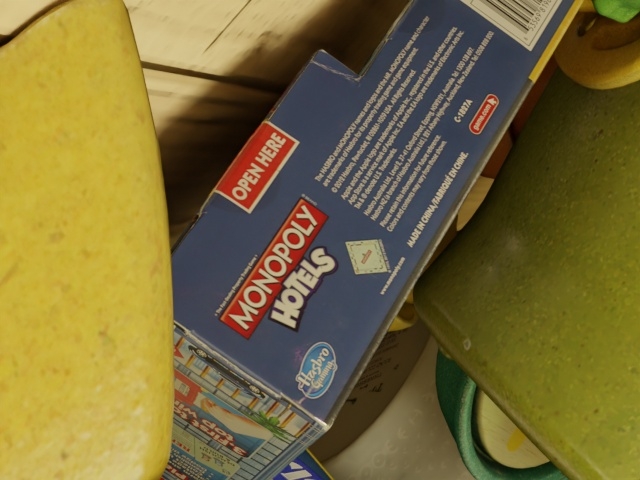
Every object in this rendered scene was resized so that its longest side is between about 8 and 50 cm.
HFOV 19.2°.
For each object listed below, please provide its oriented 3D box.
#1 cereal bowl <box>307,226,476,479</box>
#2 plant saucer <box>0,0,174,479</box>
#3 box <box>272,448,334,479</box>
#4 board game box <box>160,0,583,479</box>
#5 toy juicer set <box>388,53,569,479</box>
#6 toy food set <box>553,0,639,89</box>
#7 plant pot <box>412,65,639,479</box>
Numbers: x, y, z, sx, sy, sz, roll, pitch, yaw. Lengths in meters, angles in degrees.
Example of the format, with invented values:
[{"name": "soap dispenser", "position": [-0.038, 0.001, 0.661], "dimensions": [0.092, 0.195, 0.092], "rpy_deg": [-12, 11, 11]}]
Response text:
[{"name": "cereal bowl", "position": [0.074, 0.111, 1.132], "dimensions": [0.339, 0.141, 0.339], "rpy_deg": [-47, -160, 23]}, {"name": "plant saucer", "position": [-0.160, 0.134, 0.454], "dimensions": [0.333, 0.081, 0.333], "rpy_deg": [-43, 172, -26]}, {"name": "box", "position": [-0.021, 0.128, 0.806], "dimensions": [0.054, 0.169, 0.059], "rpy_deg": [-27, 161, -46]}, {"name": "board game box", "position": [-0.014, 0.013, 0.589], "dimensions": [0.194, 0.060, 0.194], "rpy_deg": [-57, -177, -38]}, {"name": "toy juicer set", "position": [0.082, 0.053, 0.855], "dimensions": [0.209, 0.089, 0.329], "rpy_deg": [4, 112, -46]}, {"name": "toy food set", "position": [0.124, -0.147, 0.596], "dimensions": [0.218, 0.071, 0.128], "rpy_deg": [-45, -155, 32]}, {"name": "plant pot", "position": [0.235, -0.018, 0.699], "dimensions": [0.353, 0.366, 0.366], "rpy_deg": [-46, 172, 2]}]
